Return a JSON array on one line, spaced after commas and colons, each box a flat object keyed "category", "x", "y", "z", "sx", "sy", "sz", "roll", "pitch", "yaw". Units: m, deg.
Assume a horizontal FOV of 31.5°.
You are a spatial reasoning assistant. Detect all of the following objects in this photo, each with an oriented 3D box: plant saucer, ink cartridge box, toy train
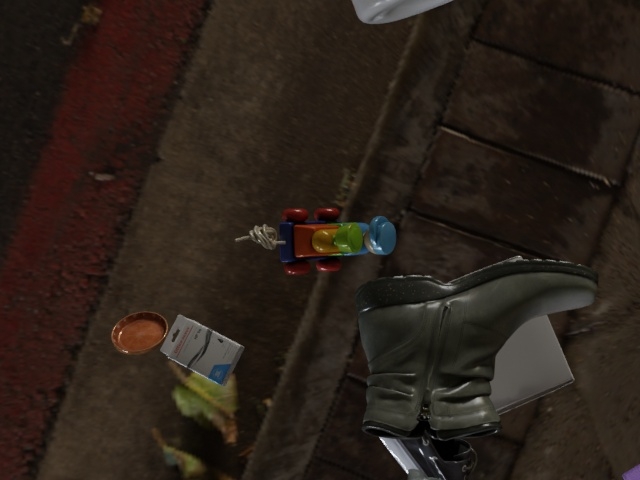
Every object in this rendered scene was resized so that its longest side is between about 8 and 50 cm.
[{"category": "plant saucer", "x": -0.263, "y": 0.137, "z": 1.658, "sx": 0.083, "sy": 0.083, "sz": 0.013, "roll": 8, "pitch": 131, "yaw": 18}, {"category": "ink cartridge box", "x": 0.224, "y": 0.159, "z": 1.698, "sx": 0.197, "sy": 0.270, "sz": 0.198, "roll": -22, "pitch": 84, "yaw": -4}, {"category": "toy train", "x": 0.000, "y": 0.000, "z": 1.773, "sx": 0.143, "sy": 0.248, "sz": 0.105, "roll": -2, "pitch": 91, "yaw": 36}, {"category": "ink cartridge box", "x": -0.131, "y": 0.117, "z": 1.226, "sx": 0.083, "sy": 0.028, "sz": 0.048, "roll": 26, "pitch": 84, "yaw": 10}]

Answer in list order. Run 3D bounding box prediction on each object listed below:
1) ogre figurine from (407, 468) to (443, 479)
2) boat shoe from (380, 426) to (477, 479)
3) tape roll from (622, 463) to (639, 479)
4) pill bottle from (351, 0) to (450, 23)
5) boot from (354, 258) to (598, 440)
[{"category": "ogre figurine", "x": 0.066, "y": 0.216, "z": 0.665, "sx": 0.118, "sy": 0.096, "sz": 0.197, "roll": 23, "pitch": 97, "yaw": 38}, {"category": "boat shoe", "x": 0.153, "y": 0.271, "z": 1.418, "sx": 0.076, "sy": 0.080, "sz": 0.228, "roll": -33, "pitch": 103, "yaw": 22}, {"category": "tape roll", "x": 0.424, "y": 0.338, "z": 1.163, "sx": 0.090, "sy": 0.275, "sz": 0.275, "roll": -34, "pitch": 77, "yaw": 6}, {"category": "pill bottle", "x": 0.055, "y": -0.306, "z": 0.952, "sx": 0.124, "sy": 0.124, "sz": 0.222, "roll": -18, "pitch": 91, "yaw": 16}, {"category": "boot", "x": 0.155, "y": 0.112, "z": 1.088, "sx": 0.246, "sy": 0.083, "sz": 0.161, "roll": -7, "pitch": 67, "yaw": 1}]
